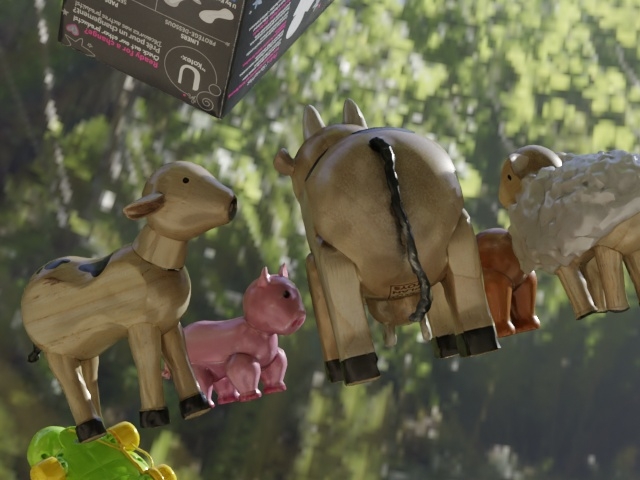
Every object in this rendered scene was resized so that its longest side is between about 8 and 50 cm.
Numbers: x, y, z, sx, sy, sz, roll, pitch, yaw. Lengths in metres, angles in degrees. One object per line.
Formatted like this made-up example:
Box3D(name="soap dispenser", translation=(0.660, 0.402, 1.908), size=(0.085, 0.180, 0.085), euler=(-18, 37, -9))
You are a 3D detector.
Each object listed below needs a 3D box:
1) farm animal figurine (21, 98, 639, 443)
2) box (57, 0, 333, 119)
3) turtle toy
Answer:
Box3D(name="farm animal figurine", translation=(0.000, 0.000, 1.136), size=(0.330, 0.172, 0.327), euler=(-13, -2, -23))
Box3D(name="box", translation=(-0.082, -0.240, 1.556), size=(0.163, 0.247, 0.142), euler=(26, -47, 12))
Box3D(name="turtle toy", translation=(-0.177, 0.186, 1.454), size=(0.130, 0.095, 0.066), euler=(44, -41, 29))
